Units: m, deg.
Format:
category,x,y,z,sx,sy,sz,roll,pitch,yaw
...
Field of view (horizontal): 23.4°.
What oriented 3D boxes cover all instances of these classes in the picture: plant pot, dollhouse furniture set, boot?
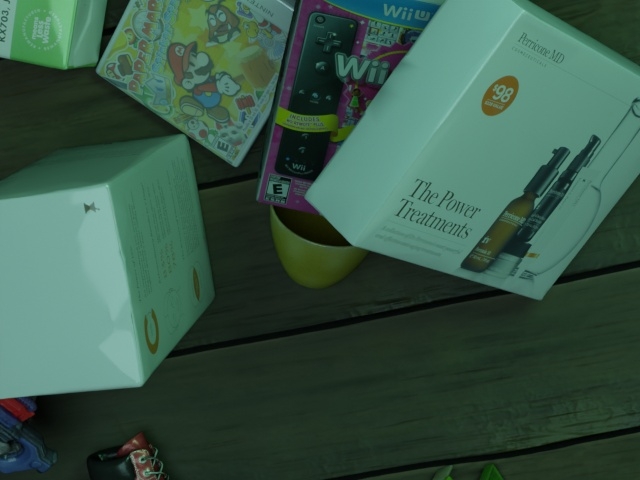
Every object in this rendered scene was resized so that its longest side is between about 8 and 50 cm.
category,x,y,z,sx,sy,sz,roll,pitch,yaw
plant pot,0.000,0.000,1.802,0.134,0.134,0.095,17,129,4
dollhouse furniture set,0.150,0.323,1.898,0.151,0.058,0.076,-26,106,33
boot,-0.173,0.327,1.917,0.244,0.088,0.176,1,102,12

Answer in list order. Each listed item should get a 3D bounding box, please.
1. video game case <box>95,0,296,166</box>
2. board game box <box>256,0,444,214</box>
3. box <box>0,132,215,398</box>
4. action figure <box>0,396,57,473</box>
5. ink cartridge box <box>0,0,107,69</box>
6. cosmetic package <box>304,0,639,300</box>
category,x,y,z,sx,sy,sz,roll,pitch,yaw
video game case,-0.130,-0.221,1.773,0.206,0.026,0.227,34,127,0
board game box,0.064,-0.162,1.690,0.224,0.097,0.303,11,128,-4
box,-0.248,0.018,1.720,0.168,0.345,0.215,-7,101,10
action figure,-0.464,0.141,1.820,0.330,0.179,0.341,-12,138,21
ink cartridge box,-0.425,-0.330,1.777,0.353,0.119,0.207,12,102,8
cosmetic package,0.197,-0.096,1.625,0.097,0.377,0.284,44,108,35
